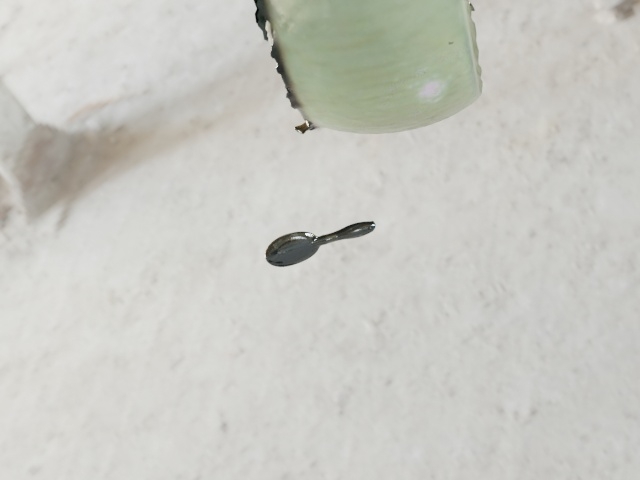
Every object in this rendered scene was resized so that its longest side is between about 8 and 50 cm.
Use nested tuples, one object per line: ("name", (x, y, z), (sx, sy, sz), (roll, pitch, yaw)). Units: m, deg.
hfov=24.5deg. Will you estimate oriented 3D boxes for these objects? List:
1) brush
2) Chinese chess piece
("brush", (0.000, 0.000, 1.027), (0.083, 0.024, 0.008), (-17, 22, -15))
("Chinese chess piece", (0.027, -0.253, 1.105), (0.146, 0.349, 0.349), (-8, 38, 8))
